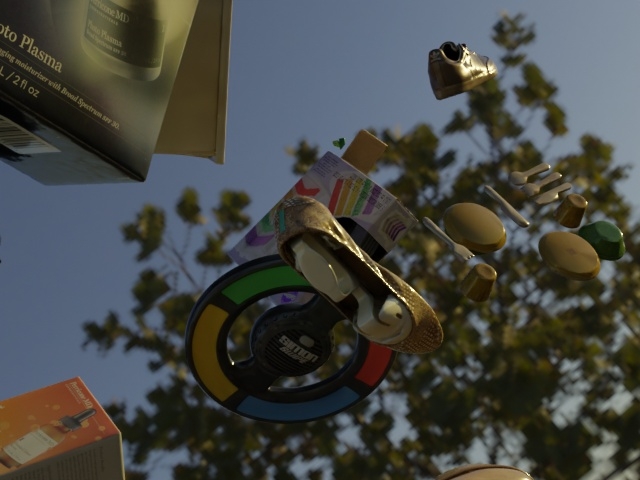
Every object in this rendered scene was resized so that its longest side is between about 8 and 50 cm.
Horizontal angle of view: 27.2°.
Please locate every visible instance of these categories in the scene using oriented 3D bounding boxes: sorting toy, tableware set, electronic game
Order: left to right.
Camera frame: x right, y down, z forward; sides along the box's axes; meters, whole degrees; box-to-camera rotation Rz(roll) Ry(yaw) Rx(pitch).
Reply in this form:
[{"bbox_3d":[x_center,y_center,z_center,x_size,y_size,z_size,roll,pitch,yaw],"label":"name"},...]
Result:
[{"bbox_3d":[-0.030,0.108,1.407,0.229,0.048,0.229,-3,-55,-4],"label":"electronic game"},{"bbox_3d":[0.061,-0.153,2.173,0.083,0.012,0.062,32,-77,-26],"label":"sorting toy"},{"bbox_3d":[0.149,0.001,0.953,0.154,0.104,0.024,-25,-30,-40],"label":"tableware set"}]

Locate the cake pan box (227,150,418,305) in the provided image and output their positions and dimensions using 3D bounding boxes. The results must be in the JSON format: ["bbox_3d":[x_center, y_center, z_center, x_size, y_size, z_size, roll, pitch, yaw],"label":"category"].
[{"bbox_3d":[0.000,0.000,2.066,0.246,0.267,0.070,-47,-58,0],"label":"cake pan box"}]

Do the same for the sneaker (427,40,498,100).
[{"bbox_3d":[0.200,-0.250,1.860,0.066,0.071,0.188,-13,11,24],"label":"sneaker"}]

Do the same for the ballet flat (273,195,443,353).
[{"bbox_3d":[0.030,0.047,1.202,0.073,0.206,0.067,-40,17,28],"label":"ballet flat"}]

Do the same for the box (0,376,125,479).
[{"bbox_3d":[-0.332,0.251,1.543,0.170,0.130,0.091,-17,-55,-27],"label":"box"}]

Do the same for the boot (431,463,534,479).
[{"bbox_3d":[0.160,0.245,1.121,0.236,0.089,0.269,-8,-5,-28],"label":"boot"}]

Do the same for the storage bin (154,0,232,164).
[{"bbox_3d":[-0.210,-0.251,1.816,0.123,0.262,0.260,0,10,-16],"label":"storage bin"}]

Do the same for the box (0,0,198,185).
[{"bbox_3d":[-0.306,-0.252,1.454,0.296,0.183,0.294,33,-116,-48],"label":"box"}]
